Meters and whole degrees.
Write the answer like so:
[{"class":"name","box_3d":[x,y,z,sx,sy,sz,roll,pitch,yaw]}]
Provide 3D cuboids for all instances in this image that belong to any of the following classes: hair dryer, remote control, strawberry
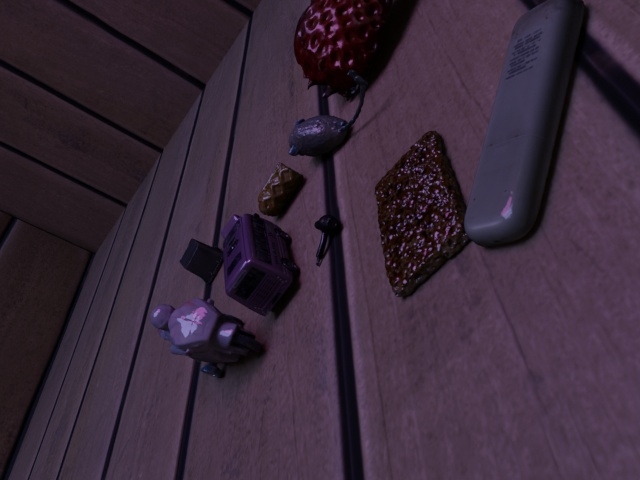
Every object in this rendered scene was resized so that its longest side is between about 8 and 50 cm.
[{"class":"hair dryer","box_3d":[0.000,0.000,0.987,0.079,0.031,0.083,169,119,-74]},{"class":"remote control","box_3d":[0.220,-0.137,0.667,0.090,0.038,0.309,-17,50,57]},{"class":"strawberry","box_3d":[0.038,-0.417,1.169,0.280,0.150,0.253,126,155,-49]}]

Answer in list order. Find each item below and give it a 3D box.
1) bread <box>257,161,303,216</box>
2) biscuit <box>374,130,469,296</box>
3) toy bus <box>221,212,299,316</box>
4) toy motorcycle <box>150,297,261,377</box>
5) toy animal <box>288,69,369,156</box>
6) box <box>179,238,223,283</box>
[{"class":"bread","box_3d":[-0.082,-0.096,1.219,0.110,0.060,0.066,-58,10,14]},{"class":"biscuit","box_3d":[0.120,-0.042,0.782,0.131,0.025,0.231,-48,26,29]},{"class":"toy bus","box_3d":[-0.112,0.034,1.067,0.096,0.108,0.199,-53,24,18]},{"class":"toy motorcycle","box_3d":[-0.212,0.155,1.061,0.260,0.171,0.110,-13,51,57]},{"class":"toy animal","box_3d":[0.019,-0.208,1.110,0.253,0.079,0.070,-28,61,54]},{"class":"box","box_3d":[-0.280,0.043,1.450,0.084,0.069,0.122,-61,23,-4]}]
